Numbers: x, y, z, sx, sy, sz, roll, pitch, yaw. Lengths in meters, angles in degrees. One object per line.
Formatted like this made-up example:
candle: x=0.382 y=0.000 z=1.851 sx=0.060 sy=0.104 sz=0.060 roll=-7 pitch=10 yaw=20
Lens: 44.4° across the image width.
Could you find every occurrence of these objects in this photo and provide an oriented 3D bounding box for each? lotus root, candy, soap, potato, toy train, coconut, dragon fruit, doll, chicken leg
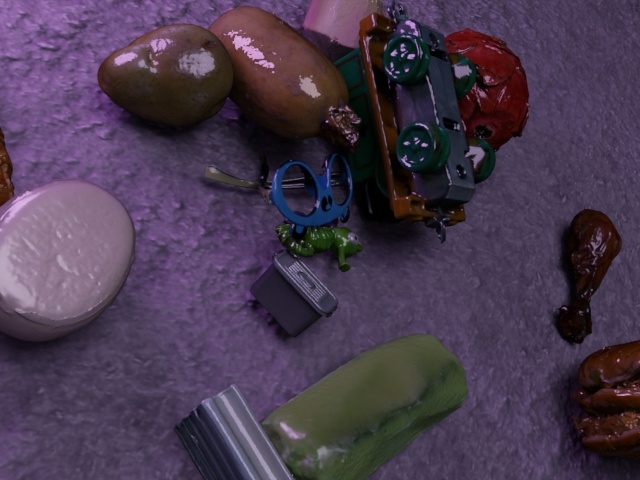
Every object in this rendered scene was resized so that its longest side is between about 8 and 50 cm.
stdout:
lotus root: x=-0.056 y=-0.261 z=1.271 sx=0.169 sy=0.151 sz=0.343 roll=-14 pitch=48 yaw=-47
candy: x=0.066 y=0.244 z=1.102 sx=0.142 sy=0.132 sz=0.343 roll=22 pitch=33 yaw=40
soap: x=-0.094 y=0.288 z=0.977 sx=0.063 sy=0.114 sz=0.198 roll=-25 pitch=77 yaw=-39
potato: x=-0.238 y=-0.250 z=1.200 sx=0.194 sy=0.157 sz=0.157 roll=-10 pitch=67 yaw=-26
toy train: x=0.130 y=-0.192 z=1.327 sx=0.178 sy=0.249 sz=0.429 roll=5 pitch=72 yaw=-49
coconut: x=0.042 y=-0.410 z=1.471 sx=0.147 sy=0.152 sz=0.147 roll=17 pitch=14 yaw=-5
dragon fruit: x=0.278 y=-0.277 z=1.472 sx=0.241 sy=0.241 sz=0.252 roll=-4 pitch=67 yaw=-32
doll: x=0.000 y=0.000 z=1.228 sx=0.190 sy=0.050 sz=0.115 roll=7 pitch=36 yaw=-46
chicken leg: x=0.517 y=0.065 z=1.505 sx=0.113 sy=0.093 sz=0.304 roll=37 pitch=53 yaw=-21

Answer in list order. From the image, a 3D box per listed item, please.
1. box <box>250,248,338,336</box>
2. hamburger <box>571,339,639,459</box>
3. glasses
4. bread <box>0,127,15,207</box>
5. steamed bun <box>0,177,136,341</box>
box: x=-0.041 y=0.079 z=1.151 sx=0.122 sy=0.069 sz=0.084 roll=47 pitch=17 yaw=3
hamburger: x=0.547 y=0.271 z=1.310 sx=0.260 sy=0.245 sz=0.211 roll=34 pitch=53 yaw=-64
glasses: x=-0.060 y=-0.103 z=1.204 sx=0.207 sy=0.102 sz=0.239 roll=29 pitch=23 yaw=18
bread: x=-0.459 y=-0.106 z=1.027 sx=0.105 sy=0.076 sz=0.233 roll=-3 pitch=62 yaw=-34
steamed bun: x=-0.337 y=0.026 z=0.981 sx=0.177 sy=0.131 sz=0.228 roll=43 pitch=47 yaw=-14
